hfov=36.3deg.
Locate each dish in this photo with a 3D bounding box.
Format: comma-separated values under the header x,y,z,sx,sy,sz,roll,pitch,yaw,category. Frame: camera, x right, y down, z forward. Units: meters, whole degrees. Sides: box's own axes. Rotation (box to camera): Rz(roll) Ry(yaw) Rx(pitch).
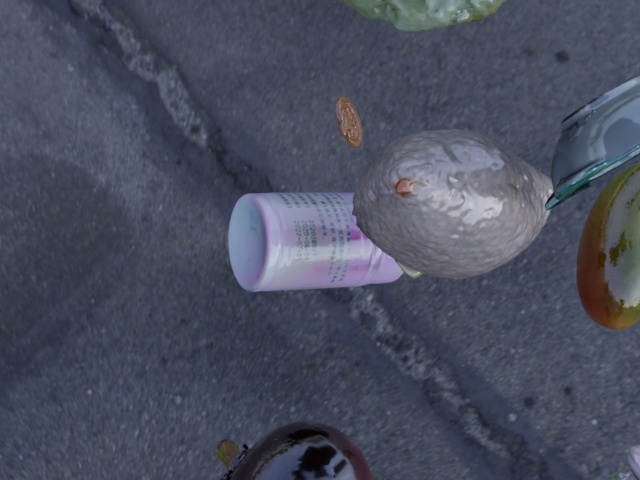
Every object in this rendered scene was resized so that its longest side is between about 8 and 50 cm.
x,y,z,sx,sy,sz,roll,pitch,yaw,category
0.329,-0.122,1.111,0.224,0.246,0.078,-27,82,-28,dish

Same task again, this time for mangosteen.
x,y,z,sx,sy,sz,roll,pitch,yaw,category
-0.059,0.357,1.383,0.261,0.235,0.235,26,64,30,mangosteen

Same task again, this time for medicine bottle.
x,y,z,sx,sy,sz,roll,pitch,yaw,category
0.000,0.000,1.526,0.254,0.152,0.152,-1,69,-30,medicine bottle

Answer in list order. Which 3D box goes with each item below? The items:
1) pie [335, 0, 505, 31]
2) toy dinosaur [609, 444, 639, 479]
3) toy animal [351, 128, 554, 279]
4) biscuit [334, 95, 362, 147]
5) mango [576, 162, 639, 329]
x,y,z,sx,sy,sz,roll,pitch,yaw,category
0.119,-0.294,0.871,0.306,0.071,0.306,-18,42,17,pie
0.506,0.390,1.528,0.194,0.177,0.152,30,25,-19,toy dinosaur
0.158,-0.045,1.254,0.226,0.358,0.188,-9,77,29,toy animal
0.050,-0.206,1.707,0.091,0.015,0.078,63,31,-24,biscuit
0.511,0.008,1.654,0.129,0.146,0.289,10,88,-17,mango
